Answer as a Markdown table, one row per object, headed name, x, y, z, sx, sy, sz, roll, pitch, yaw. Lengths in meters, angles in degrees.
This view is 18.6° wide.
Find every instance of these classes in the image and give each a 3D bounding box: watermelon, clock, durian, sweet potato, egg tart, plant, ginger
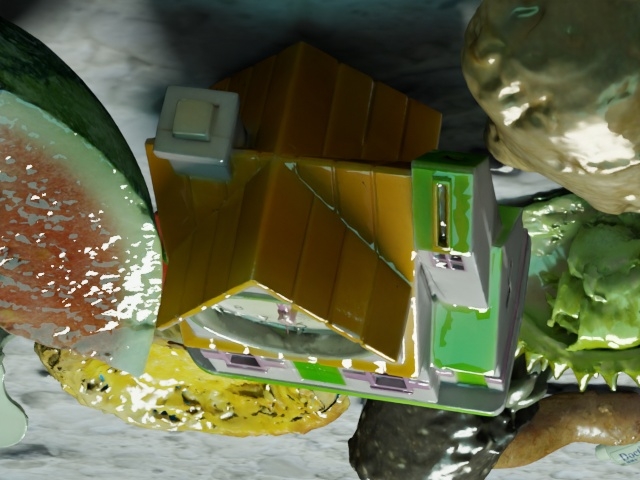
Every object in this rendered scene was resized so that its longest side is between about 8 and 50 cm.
| name | x | y | z | sx | sy | sz | roll | pitch | yaw |
| --- | --- | --- | --- | --- | --- | --- | --- | --- | --- |
| watermelon | -0.200 | -0.041 | 1.135 | 0.260 | 0.176 | 0.256 | 20 | 177 | -34 |
| clock | 0.000 | 0.000 | 1.236 | 0.235 | 0.166 | 0.309 | 7 | 161 | 12 |
| durian | 0.218 | 0.011 | 1.430 | 0.355 | 0.157 | 0.169 | -11 | 121 | 30 |
| sweet potato | 0.178 | 0.186 | 1.859 | 0.281 | 0.059 | 0.067 | -9 | -160 | -18 |
| egg tart | -0.094 | 0.081 | 1.604 | 0.290 | 0.107 | 0.291 | 6 | 159 | 2 |
| plant | 0.112 | 0.128 | 1.633 | 0.129 | 0.194 | 0.132 | 36 | -156 | 12 |
| ginger | 0.218 | -0.069 | 1.127 | 0.354 | 0.126 | 0.190 | 17 | 148 | -32 |

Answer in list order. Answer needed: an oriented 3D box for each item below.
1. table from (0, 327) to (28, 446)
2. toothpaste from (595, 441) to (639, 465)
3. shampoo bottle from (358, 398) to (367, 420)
| name | x | y | z | sx | sy | sz | roll | pitch | yaw |
| --- | --- | --- | --- | --- | --- | --- | --- | --- | --- |
| table | -0.358 | 0.115 | 1.659 | 0.198 | 0.166 | 0.166 | -10 | 159 | 7 |
| toothpaste | 0.357 | 0.189 | 1.960 | 0.064 | 0.041 | 0.218 | 22 | 149 | -32 |
| shampoo bottle | 0.085 | 0.156 | 1.857 | 0.086 | 0.056 | 0.227 | -5 | 160 | -4 |
